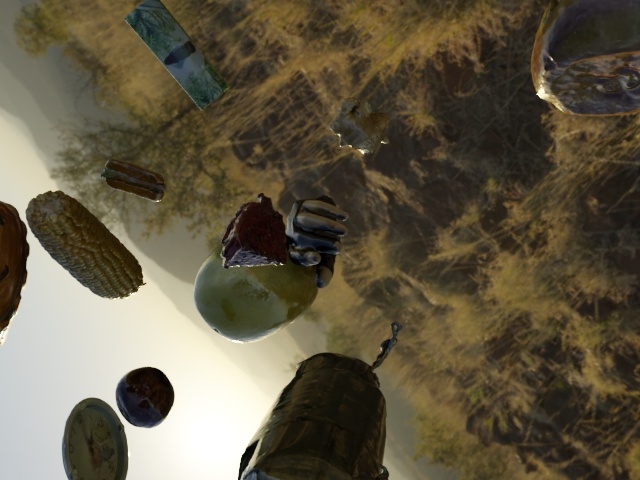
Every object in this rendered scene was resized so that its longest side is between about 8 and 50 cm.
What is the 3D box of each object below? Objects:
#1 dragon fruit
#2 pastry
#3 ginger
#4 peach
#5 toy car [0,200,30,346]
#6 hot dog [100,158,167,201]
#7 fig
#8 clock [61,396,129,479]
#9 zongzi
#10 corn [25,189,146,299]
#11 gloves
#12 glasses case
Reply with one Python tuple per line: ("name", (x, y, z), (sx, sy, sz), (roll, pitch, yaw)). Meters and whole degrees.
("dragon fruit", (-0.105, -0.014, 0.857), (0.097, 0.063, 0.131), (30, -140, -38))
("pastry", (0.585, -0.380, 1.171), (0.356, 0.163, 0.356), (7, 158, 3))
("ginger", (0.130, -0.346, 1.833), (0.216, 0.157, 0.102), (20, -169, -32))
("peach", (-0.168, 0.116, 1.570), (0.316, 0.314, 0.281), (-28, 83, 40))
("toy car", (-0.478, 0.061, 0.652), (0.341, 0.241, 0.271), (-41, 53, 41))
("hot dog", (-0.204, -0.067, 0.652), (0.083, 0.021, 0.037), (21, 117, 18))
("fig", (-0.327, 0.299, 1.105), (0.154, 0.103, 0.109), (121, 133, -58))
("clock", (-0.514, 0.475, 1.327), (0.236, 0.053, 0.236), (-19, -90, -80))
("zongzi", (-0.003, 0.351, 0.852), (0.182, 0.417, 0.447), (11, -165, 9))
("corn", (-0.384, 0.021, 0.982), (0.101, 0.101, 0.310), (39, 167, 24))
("gloves", (-0.007, 0.000, 1.400), (0.301, 0.153, 0.197), (-131, 30, -75))
("glasses case", (-0.345, -0.454, 1.440), (0.272, 0.095, 0.062), (49, -172, -17))
